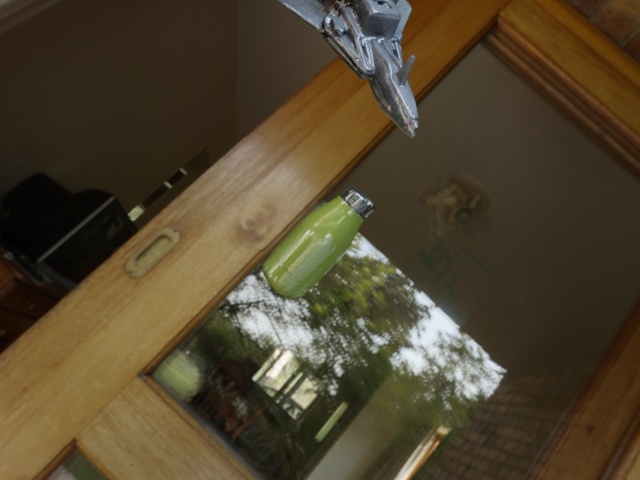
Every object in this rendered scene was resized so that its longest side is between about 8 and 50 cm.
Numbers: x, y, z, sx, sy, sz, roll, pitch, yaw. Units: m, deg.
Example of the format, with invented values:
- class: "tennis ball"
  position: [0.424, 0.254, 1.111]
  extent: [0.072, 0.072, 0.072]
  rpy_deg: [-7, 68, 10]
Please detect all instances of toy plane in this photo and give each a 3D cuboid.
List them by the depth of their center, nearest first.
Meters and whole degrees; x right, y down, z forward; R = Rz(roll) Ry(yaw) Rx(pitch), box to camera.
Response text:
- class: "toy plane"
  position: [0.055, -0.222, 0.530]
  extent: [0.088, 0.212, 0.267]
  rpy_deg: [114, -36, -45]

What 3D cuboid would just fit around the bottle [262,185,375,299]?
- class: "bottle"
  position: [0.000, 0.000, 1.004]
  extent: [0.112, 0.260, 0.112]
  rpy_deg: [41, 12, -11]
